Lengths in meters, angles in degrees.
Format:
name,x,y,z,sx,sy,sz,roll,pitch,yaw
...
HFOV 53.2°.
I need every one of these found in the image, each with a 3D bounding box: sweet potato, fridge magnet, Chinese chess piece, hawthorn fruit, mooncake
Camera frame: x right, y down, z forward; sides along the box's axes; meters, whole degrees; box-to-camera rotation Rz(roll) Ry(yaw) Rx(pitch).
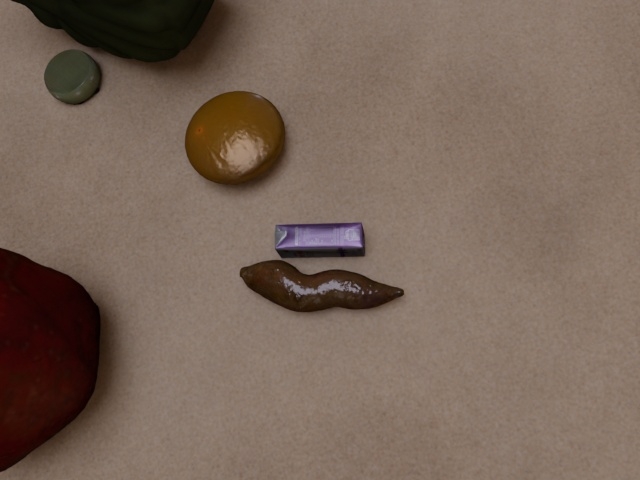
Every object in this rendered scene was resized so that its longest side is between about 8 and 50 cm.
name,x,y,z,sx,sy,sz,roll,pitch,yaw
sweet potato,-0.003,0.064,0.825,0.218,0.051,0.065,8,74,10
fridge magnet,-0.119,-0.142,0.893,0.143,0.063,0.143,-2,73,7
Chinese chess piece,-0.378,-0.249,0.974,0.084,0.034,0.084,-3,73,9
hawthorn fruit,-0.407,0.130,0.733,0.265,0.307,0.265,-2,67,6
mooncake,-0.306,-0.383,0.853,0.351,0.351,0.187,18,79,12

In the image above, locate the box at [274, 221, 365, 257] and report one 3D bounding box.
name,x,y,z,sx,sy,sz,roll,pitch,yaw
box,0.000,0.000,0.844,0.117,0.050,0.036,-1,73,6
